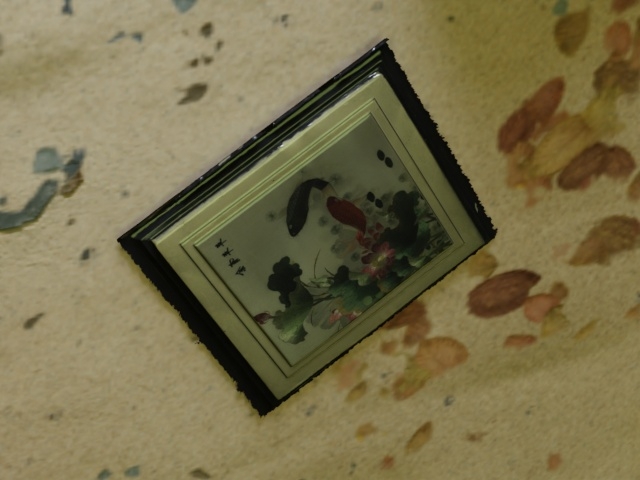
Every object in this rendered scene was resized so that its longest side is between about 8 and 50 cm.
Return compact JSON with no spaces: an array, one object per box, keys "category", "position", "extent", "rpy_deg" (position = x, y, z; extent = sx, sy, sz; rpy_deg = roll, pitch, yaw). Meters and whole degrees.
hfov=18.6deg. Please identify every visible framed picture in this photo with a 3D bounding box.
[{"category":"framed picture","position":[0.000,0.000,1.189],"extent":[0.199,0.010,0.195],"rpy_deg":[-37,132,-2]}]
